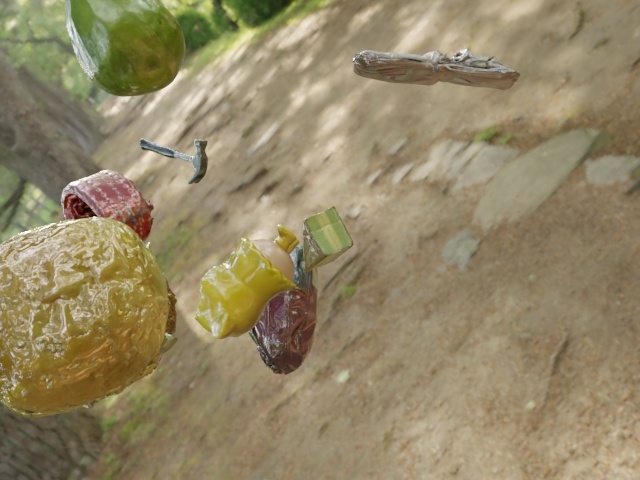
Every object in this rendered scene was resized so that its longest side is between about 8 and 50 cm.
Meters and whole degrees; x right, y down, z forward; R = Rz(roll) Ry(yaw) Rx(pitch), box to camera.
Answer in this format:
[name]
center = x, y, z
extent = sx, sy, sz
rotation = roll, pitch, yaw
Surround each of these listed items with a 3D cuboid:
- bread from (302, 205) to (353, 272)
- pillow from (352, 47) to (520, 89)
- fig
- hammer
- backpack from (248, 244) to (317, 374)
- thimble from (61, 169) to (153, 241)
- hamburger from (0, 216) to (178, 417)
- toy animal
[bread]
center = -0.001, 0.002, 1.736
extent = 0.074, 0.084, 0.139
rotation = -25, -7, -20
[pillow]
center = 0.171, -0.261, 1.361
extent = 0.135, 0.249, 0.049
rotation = -36, -50, -84
[fig]
center = -0.404, -0.455, 1.849
extent = 0.233, 0.314, 0.233
rotation = -9, 18, 3
[hammer]
center = -0.338, -0.193, 2.043
extent = 0.029, 0.103, 0.246
rotation = -11, 20, -43
[backpack]
center = -0.108, 0.190, 2.344
extent = 0.283, 0.197, 0.317
rotation = 112, 158, -73
[thimble]
center = -0.460, -0.057, 1.936
extent = 0.125, 0.190, 0.163
rotation = -25, -43, -39
[hamburger]
center = -0.347, 0.101, 1.245
extent = 0.283, 0.259, 0.144
rotation = -27, -14, -19
[toy animal]
center = -0.122, 0.075, 1.604
extent = 0.229, 0.156, 0.156
rotation = -53, 17, 0
